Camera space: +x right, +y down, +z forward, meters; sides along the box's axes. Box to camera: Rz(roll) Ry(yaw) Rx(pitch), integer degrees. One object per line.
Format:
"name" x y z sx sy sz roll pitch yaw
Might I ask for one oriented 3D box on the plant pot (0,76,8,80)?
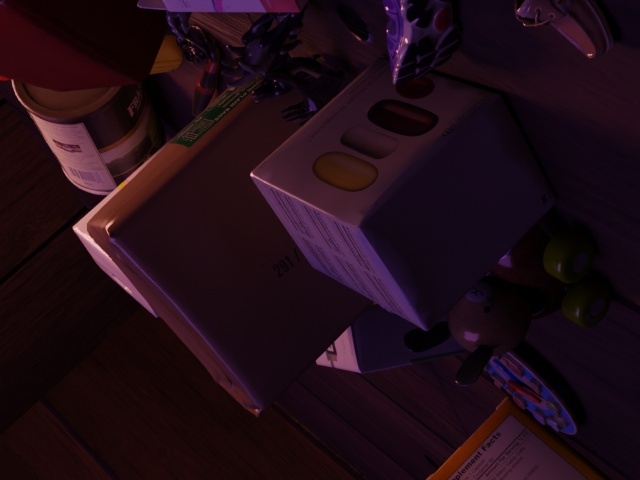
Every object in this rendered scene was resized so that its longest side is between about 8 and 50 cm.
"plant pot" -0.580 -0.406 2.300 0.191 0.191 0.174 46 161 4

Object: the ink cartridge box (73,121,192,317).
"ink cartridge box" -0.239 -0.036 2.119 0.201 0.278 0.117 35 163 40

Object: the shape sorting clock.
"shape sorting clock" 0.268 0.192 1.734 0.206 0.040 0.206 44 166 14

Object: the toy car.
"toy car" 0.176 0.061 1.322 0.155 0.188 0.149 33 161 44

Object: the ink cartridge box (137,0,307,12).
"ink cartridge box" -0.086 -0.273 1.181 0.198 0.115 0.067 7 145 34

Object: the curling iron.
"curling iron" -0.174 -0.239 1.862 0.068 0.035 0.274 49 166 10

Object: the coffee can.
"coffee can" -0.393 -0.228 2.203 0.201 0.201 0.275 41 166 21

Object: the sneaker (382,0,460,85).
"sneaker" 0.084 -0.207 1.146 0.071 0.068 0.170 57 164 27

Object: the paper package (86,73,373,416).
"paper package" -0.075 -0.011 1.589 0.309 0.325 0.168 52 166 -21

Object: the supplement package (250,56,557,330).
"supplement package" 0.080 -0.053 1.272 0.203 0.194 0.149 28 158 52

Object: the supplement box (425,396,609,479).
"supplement box" 0.346 0.437 1.873 0.356 0.194 0.195 40 165 27

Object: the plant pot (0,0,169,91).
"plant pot" -0.313 -0.318 1.520 0.267 0.267 0.236 1 156 41

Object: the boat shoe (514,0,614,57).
"boat shoe" 0.164 -0.184 0.960 0.135 0.045 0.050 47 167 -2

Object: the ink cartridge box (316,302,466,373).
"ink cartridge box" 0.088 0.125 1.801 0.219 0.160 0.092 170 91 -75

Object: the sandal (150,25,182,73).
"sandal" -0.312 -0.312 1.915 0.317 0.126 0.138 8 101 52

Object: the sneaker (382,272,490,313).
"sneaker" 0.094 -0.007 1.449 0.235 0.094 0.153 -9 -125 -51

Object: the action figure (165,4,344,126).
"action figure" -0.076 -0.235 1.357 0.164 0.141 0.275 50 174 42
